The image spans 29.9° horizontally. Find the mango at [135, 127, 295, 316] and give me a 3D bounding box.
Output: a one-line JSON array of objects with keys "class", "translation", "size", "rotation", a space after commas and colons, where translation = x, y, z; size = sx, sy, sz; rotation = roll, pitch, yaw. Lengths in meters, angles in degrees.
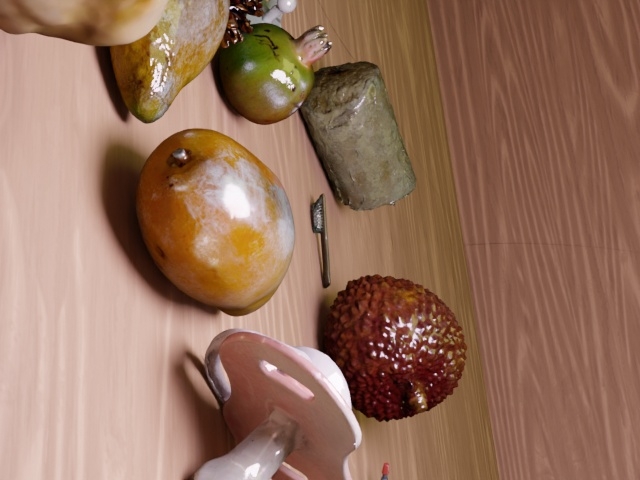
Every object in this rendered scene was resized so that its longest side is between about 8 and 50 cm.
[{"class": "mango", "translation": [-0.134, -0.010, 1.650], "size": [0.384, 0.198, 0.222], "rotation": [74, 5, -58]}]

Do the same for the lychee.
[{"class": "lychee", "translation": [0.137, 0.197, 2.244], "size": [0.276, 0.275, 0.304], "rotation": [57, 4, -49]}]

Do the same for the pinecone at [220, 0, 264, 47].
[{"class": "pinecone", "translation": [-0.159, -0.380, 1.965], "size": [0.140, 0.140, 0.121], "rotation": [38, 56, -65]}]

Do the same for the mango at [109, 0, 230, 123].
[{"class": "mango", "translation": [-0.223, -0.306, 1.696], "size": [0.193, 0.146, 0.316], "rotation": [57, 38, -45]}]

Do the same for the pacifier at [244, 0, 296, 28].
[{"class": "pacifier", "translation": [-0.098, -0.438, 2.268], "size": [0.126, 0.116, 0.150], "rotation": [24, 53, -37]}]

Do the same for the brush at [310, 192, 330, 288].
[{"class": "brush", "translation": [0.000, 0.000, 2.375], "size": [0.034, 0.027, 0.190], "rotation": [136, -47, -66]}]

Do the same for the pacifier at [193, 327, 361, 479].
[{"class": "pacifier", "translation": [-0.059, 0.262, 1.612], "size": [0.332, 0.220, 0.273], "rotation": [93, -1, -49]}]

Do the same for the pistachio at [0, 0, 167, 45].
[{"class": "pistachio", "translation": [-0.313, -0.409, 1.277], "size": [0.445, 0.281, 0.365], "rotation": [56, 30, -15]}]

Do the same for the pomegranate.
[{"class": "pomegranate", "translation": [-0.073, -0.299, 2.058], "size": [0.180, 0.209, 0.180], "rotation": [52, 17, -23]}]

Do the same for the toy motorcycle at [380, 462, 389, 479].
[{"class": "toy motorcycle", "translation": [0.137, 0.544, 2.236], "size": [0.272, 0.123, 0.182], "rotation": [-63, 158, -64]}]

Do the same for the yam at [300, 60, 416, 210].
[{"class": "yam", "translation": [0.077, -0.222, 2.540], "size": [0.195, 0.195, 0.300], "rotation": [-79, 151, -56]}]
